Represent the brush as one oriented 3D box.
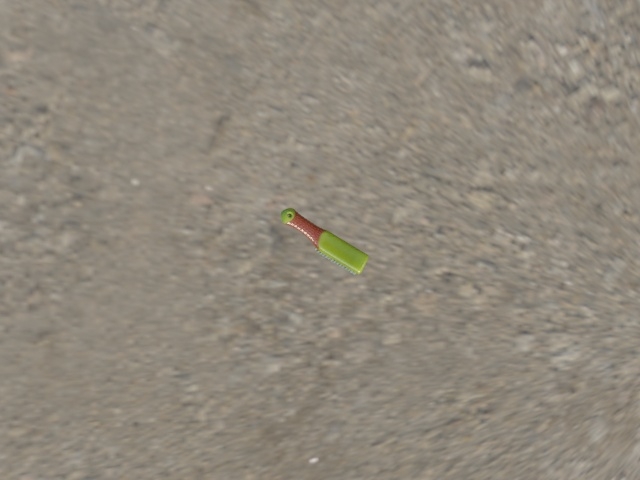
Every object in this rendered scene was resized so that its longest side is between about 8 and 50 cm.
[{"bbox_3d":[0.000,0.000,1.474,0.083,0.021,0.019,33,68,-15],"label":"brush"}]
